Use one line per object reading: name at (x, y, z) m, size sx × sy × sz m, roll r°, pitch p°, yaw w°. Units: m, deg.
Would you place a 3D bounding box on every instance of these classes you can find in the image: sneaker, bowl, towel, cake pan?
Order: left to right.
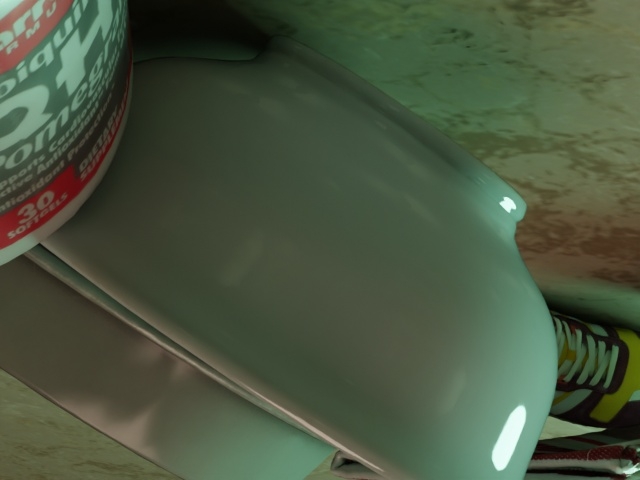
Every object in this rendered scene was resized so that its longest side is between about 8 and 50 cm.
cake pan at (-0.113, 0.036, 0.926) m, size 0.293 × 0.054 × 0.293 m, roll 34°, pitch 180°, yaw 0°
bowl at (0.000, 0.000, 0.878) m, size 0.298 × 0.134 × 0.298 m, roll 34°, pitch 179°, yaw 1°
sneaker at (0.150, 0.078, 1.228) m, size 0.185 × 0.069 × 0.084 m, roll 7°, pitch 167°, yaw 2°
towel at (0.201, 0.143, 1.305) m, size 0.237 × 0.037 × 0.329 m, roll -5°, pitch 174°, yaw 43°

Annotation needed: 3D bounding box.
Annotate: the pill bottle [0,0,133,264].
pill bottle at (-0.154, -0.110, 0.628) m, size 0.176 × 0.176 × 0.318 m, roll 8°, pitch 162°, yaw 0°
